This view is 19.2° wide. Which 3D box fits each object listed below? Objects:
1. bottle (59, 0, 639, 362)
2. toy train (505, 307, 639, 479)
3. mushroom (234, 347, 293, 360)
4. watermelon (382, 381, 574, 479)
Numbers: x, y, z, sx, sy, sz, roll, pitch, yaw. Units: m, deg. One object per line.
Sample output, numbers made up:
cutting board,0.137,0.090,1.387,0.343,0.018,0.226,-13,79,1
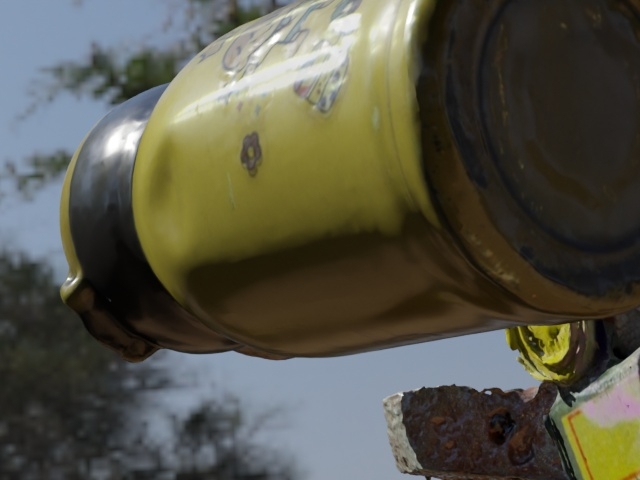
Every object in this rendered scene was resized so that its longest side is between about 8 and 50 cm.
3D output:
bottle,0.001,-0.031,0.886,0.172,0.171,0.351,6,-11,-37
toy train,0.218,0.058,1.122,0.134,0.177,0.261,-10,-18,-27
mushroom,0.000,0.000,1.134,0.210,0.094,0.072,-47,3,23
watermelon,0.153,0.157,1.453,0.241,0.094,0.154,7,-18,-26
